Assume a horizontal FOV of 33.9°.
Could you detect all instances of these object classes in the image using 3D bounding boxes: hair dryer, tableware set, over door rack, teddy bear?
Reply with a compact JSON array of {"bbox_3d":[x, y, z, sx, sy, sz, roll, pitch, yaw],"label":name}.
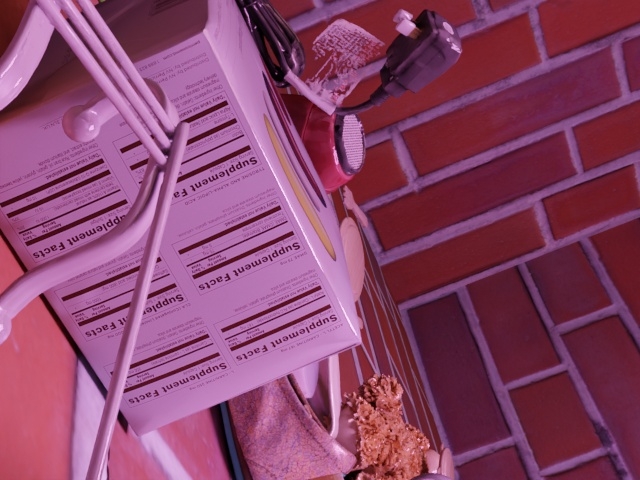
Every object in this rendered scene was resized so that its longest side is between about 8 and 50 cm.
[{"bbox_3d":[-0.055,-0.123,0.765,0.223,0.293,0.080,37,40,-7],"label":"hair dryer"},{"bbox_3d":[0.157,0.341,1.287,0.168,0.020,0.141,64,27,-50],"label":"tableware set"},{"bbox_3d":[0.000,0.000,1.000,0.194,0.039,0.128,53,37,-60],"label":"tableware set"},{"bbox_3d":[-0.135,0.017,0.340,0.239,0.108,0.324,60,24,-57],"label":"over door rack"},{"bbox_3d":[0.089,0.283,1.276,0.338,0.113,0.245,60,13,-54],"label":"teddy bear"}]

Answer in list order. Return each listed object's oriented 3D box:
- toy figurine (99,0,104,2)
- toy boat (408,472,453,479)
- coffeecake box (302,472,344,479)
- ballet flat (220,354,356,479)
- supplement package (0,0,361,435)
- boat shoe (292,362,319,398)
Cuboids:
[{"bbox_3d":[-0.142,-0.291,1.023,0.173,0.159,0.130,58,12,-63],"label":"toy figurine"},{"bbox_3d":[0.107,0.366,0.955,0.267,0.148,0.318,-90,157,-74],"label":"toy boat"},{"bbox_3d":[-0.019,0.202,0.447,0.185,0.068,0.142,109,-32,-56],"label":"coffeecake box"},{"bbox_3d":[-0.049,0.060,0.857,0.107,0.106,0.316,49,19,-72],"label":"ballet flat"},{"bbox_3d":[-0.088,-0.035,0.640,0.194,0.149,0.203,-100,166,-63],"label":"supplement package"},{"bbox_3d":[-0.058,0.028,1.008,0.095,0.084,0.258,42,37,-74],"label":"boat shoe"}]
